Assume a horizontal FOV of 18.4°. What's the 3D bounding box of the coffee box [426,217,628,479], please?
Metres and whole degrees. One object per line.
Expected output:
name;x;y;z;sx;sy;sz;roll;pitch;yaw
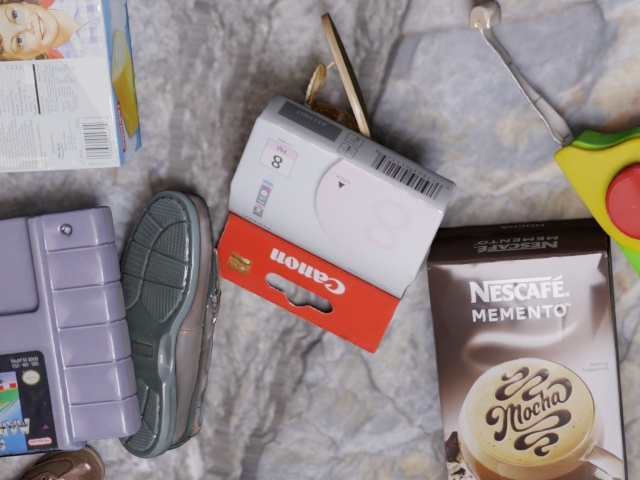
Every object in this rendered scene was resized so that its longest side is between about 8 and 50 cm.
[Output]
coffee box;0.197;0.138;1.845;0.168;0.119;0.297;-4;106;10

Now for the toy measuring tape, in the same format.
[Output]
toy measuring tape;0.268;-0.099;1.774;0.121;0.121;0.330;-35;90;16

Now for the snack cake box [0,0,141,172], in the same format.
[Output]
snack cake box;-0.261;-0.200;1.824;0.152;0.089;0.264;-1;106;10

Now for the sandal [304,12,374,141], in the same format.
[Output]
sandal;0.017;-0.084;1.821;0.079;0.088;0.240;-21;108;7

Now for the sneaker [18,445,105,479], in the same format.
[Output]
sneaker;-0.298;0.274;1.981;0.188;0.071;0.066;-33;99;16

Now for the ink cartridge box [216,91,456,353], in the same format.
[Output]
ink cartridge box;0.000;0.000;1.818;0.189;0.066;0.232;27;126;5

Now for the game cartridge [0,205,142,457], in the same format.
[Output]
game cartridge;-0.357;0.100;1.906;0.355;0.068;0.230;-7;89;16

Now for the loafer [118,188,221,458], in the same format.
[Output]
loafer;-0.141;0.077;1.908;0.096;0.084;0.267;21;109;37
